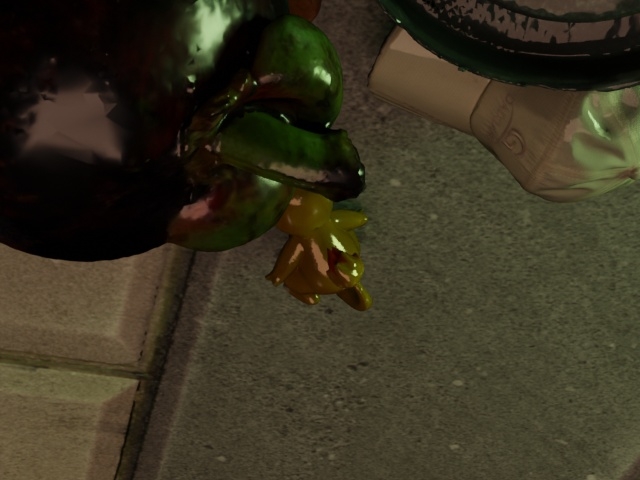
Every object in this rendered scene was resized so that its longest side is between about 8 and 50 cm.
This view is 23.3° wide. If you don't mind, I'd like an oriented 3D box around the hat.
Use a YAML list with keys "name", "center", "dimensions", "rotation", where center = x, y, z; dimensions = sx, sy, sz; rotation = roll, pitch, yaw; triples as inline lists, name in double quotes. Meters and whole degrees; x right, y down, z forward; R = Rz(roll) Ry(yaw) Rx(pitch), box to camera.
- name: "hat"
  center: [0.179, -0.131, 1.312]
  dimensions: [0.275, 0.161, 0.232]
  rotation: [14, 136, -11]

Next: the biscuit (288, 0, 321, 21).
- name: "biscuit"
  center: [-0.085, -0.272, 1.220]
  dimensions: [0.202, 0.047, 0.334]
  rotation: [-6, 140, 11]

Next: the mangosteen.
- name: "mangosteen"
  center: [-0.143, -0.111, 1.115]
  dimensions: [0.306, 0.359, 0.306]
  rotation: [-34, 153, -20]

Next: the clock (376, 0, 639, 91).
- name: "clock"
  center: [0.192, -0.287, 1.101]
  dimensions: [0.386, 0.076, 0.386]
  rotation: [-1, 126, -1]

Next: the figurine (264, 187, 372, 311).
- name: "figurine"
  center: [0.001, 0.001, 1.504]
  dimensions: [0.121, 0.122, 0.176]
  rotation: [-34, 133, -10]
